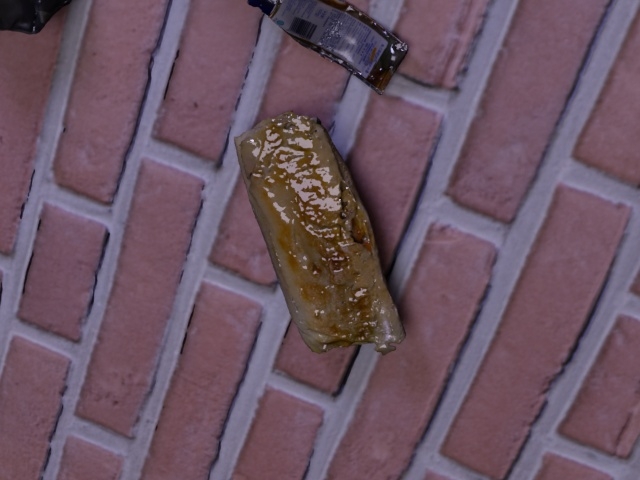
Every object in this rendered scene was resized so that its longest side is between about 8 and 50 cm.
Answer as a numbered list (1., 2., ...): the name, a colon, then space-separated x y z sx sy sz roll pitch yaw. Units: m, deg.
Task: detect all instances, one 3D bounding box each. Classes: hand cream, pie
1. hand cream: 0.005 -0.209 1.254 0.163 0.039 0.062 30 117 -4
2. pie: 0.000 0.000 1.327 0.129 0.068 0.282 -12 110 22

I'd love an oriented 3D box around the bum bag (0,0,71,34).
1. bum bag: -0.377 -0.353 1.265 0.144 0.095 0.340 -30 106 -5
